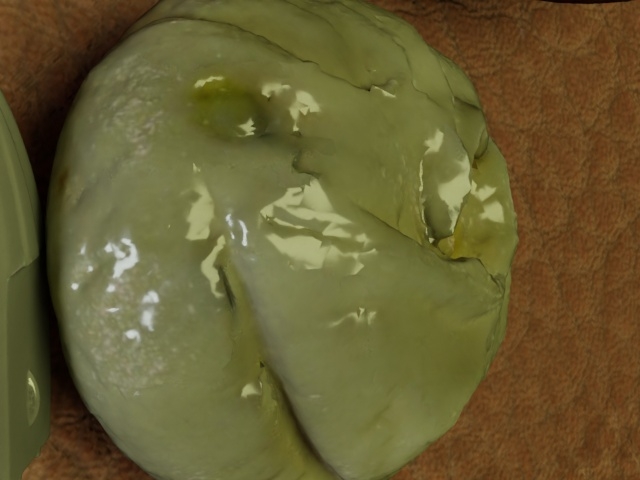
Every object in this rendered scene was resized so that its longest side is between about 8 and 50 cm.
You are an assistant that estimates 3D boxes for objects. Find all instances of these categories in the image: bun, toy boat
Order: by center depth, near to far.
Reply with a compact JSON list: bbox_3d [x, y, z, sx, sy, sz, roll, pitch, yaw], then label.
[{"bbox_3d":[-0.228,0.015,0.818,0.141,0.141,0.269,-23,105,-37],"label":"toy boat"},{"bbox_3d":[0.000,0.000,0.903,0.365,0.219,0.365,11,75,-50],"label":"bun"}]

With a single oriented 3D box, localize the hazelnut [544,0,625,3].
[{"bbox_3d":[0.197,-0.355,1.035,0.366,0.366,0.365,-1,91,-39],"label":"hazelnut"}]
